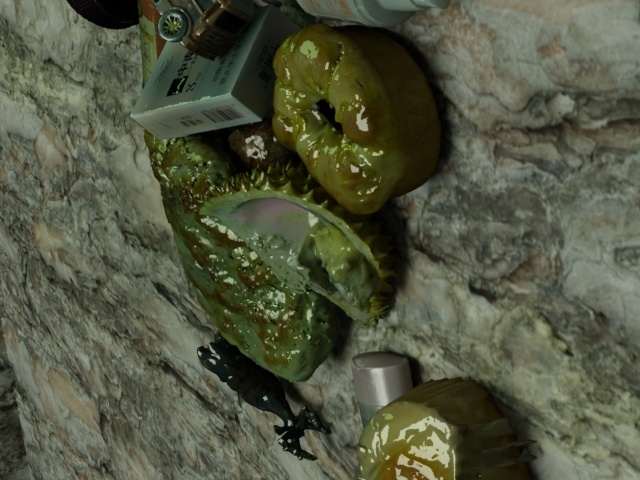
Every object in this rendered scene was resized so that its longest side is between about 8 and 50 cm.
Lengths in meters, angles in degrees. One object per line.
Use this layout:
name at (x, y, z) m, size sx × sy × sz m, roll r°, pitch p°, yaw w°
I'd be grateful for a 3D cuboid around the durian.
durian at (0.000, 0.000, 1.813) m, size 0.306 × 0.166 × 0.172 m, roll 42°, pitch -179°, yaw -20°

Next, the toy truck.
toy truck at (-0.186, -0.373, 1.798) m, size 0.140 × 0.108 × 0.256 m, roll -39°, pitch 73°, yaw 14°

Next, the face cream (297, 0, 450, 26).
face cream at (0.066, -0.301, 1.594) m, size 0.252 × 0.101 × 0.101 m, roll 23°, pitch 125°, yaw 57°

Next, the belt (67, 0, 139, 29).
belt at (-0.334, -0.485, 2.174) m, size 0.164 × 0.184 × 0.289 m, roll -175°, pitch 76°, yaw -67°

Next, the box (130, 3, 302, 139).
box at (-0.147, -0.229, 1.881) m, size 0.067 × 0.155 × 0.243 m, roll 38°, pitch 155°, yaw -32°

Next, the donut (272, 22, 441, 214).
donut at (0.043, -0.162, 1.688) m, size 0.261 × 0.128 × 0.208 m, roll 48°, pitch 143°, yaw 41°

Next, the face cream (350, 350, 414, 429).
face cream at (0.104, 0.289, 1.891) m, size 0.107 × 0.073 × 0.269 m, roll 4°, pitch 109°, yaw 57°

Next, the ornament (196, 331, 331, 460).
ornament at (-0.080, 0.251, 2.141) m, size 0.202 × 0.080 × 0.236 m, roll 48°, pitch 176°, yaw -37°

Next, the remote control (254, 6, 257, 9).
remote control at (-0.066, -0.272, 1.936) m, size 0.309 × 0.038 × 0.090 m, roll 39°, pitch 138°, yaw 48°

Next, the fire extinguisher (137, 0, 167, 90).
fire extinguisher at (-0.225, -0.356, 2.074) m, size 0.376 × 0.113 × 0.200 m, roll 97°, pitch 163°, yaw -53°

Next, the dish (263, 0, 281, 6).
dish at (-0.102, -0.426, 1.834) m, size 0.234 × 0.064 × 0.154 m, roll 64°, pitch -172°, yaw -2°

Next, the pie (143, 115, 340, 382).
pie at (-0.127, 0.000, 2.059) m, size 0.395 × 0.180 × 0.418 m, roll 23°, pitch 130°, yaw 57°

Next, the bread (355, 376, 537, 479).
bread at (0.166, 0.361, 1.733) m, size 0.236 × 0.183 × 0.388 m, roll 14°, pitch 112°, yaw 42°
